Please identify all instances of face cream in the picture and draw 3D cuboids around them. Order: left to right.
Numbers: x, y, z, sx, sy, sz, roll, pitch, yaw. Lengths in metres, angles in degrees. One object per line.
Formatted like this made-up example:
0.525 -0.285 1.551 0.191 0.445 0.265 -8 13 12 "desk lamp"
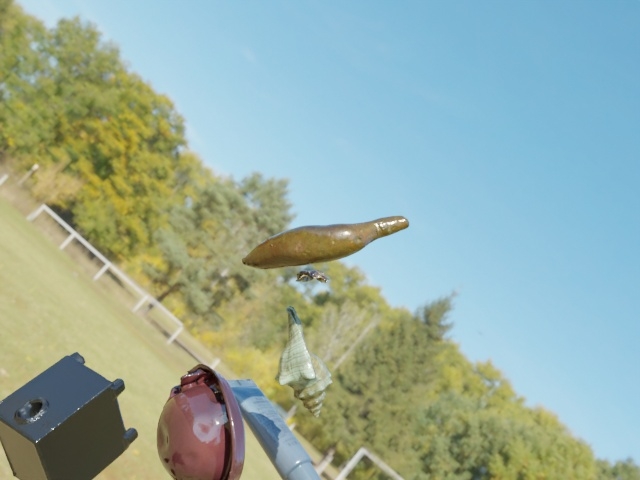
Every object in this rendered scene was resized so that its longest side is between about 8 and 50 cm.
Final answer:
-0.112 0.493 2.069 0.385 0.086 0.135 50 20 28 "face cream"

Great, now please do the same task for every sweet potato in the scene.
0.003 0.001 1.613 0.108 0.345 0.079 -74 152 -78 "sweet potato"

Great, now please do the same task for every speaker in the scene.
-0.589 0.427 1.919 0.184 0.254 0.232 22 -47 31 "speaker"

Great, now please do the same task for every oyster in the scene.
-0.021 0.082 1.902 0.086 0.029 0.132 3 -3 -14 "oyster"

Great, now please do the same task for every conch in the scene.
-0.048 0.282 1.790 0.234 0.114 0.137 63 -1 -29 "conch"

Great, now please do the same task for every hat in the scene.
-0.184 0.283 1.195 0.089 0.206 0.205 2 15 -35 "hat"
